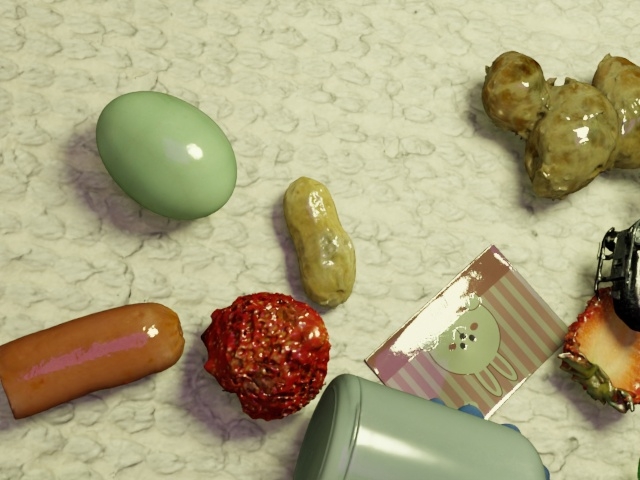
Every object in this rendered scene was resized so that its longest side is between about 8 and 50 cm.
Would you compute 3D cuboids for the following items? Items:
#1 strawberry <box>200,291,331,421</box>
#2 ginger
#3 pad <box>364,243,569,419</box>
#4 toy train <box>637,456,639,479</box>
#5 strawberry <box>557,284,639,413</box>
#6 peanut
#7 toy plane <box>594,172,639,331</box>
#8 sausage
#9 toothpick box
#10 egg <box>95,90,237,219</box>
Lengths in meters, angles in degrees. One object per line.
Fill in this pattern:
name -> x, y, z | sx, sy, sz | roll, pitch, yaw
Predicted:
strawberry -> -0.063, 0.153, 1.275 | 0.184, 0.201, 0.186 | 17, 54, -31
ginger -> 0.458, -0.200, 1.482 | 0.375, 0.176, 0.256 | -4, 71, -13
pad -> 0.241, 0.169, 1.422 | 0.300, 0.005, 0.202 | -39, 84, -18
toy train -> 0.554, 0.396, 1.283 | 0.145, 0.266, 0.201 | 4, 82, -9
strawberry -> 0.464, 0.175, 1.427 | 0.167, 0.087, 0.208 | 47, 53, 5
peanut -> 0.000, 0.000, 1.388 | 0.100, 0.099, 0.214 | -13, 72, -14
toy plane -> 0.531, -0.002, 1.392 | 0.155, 0.106, 0.381 | 16, 76, -10
sausage -> -0.322, 0.161, 1.269 | 0.259, 0.113, 0.113 | -18, 78, -14
toothpick box -> 0.157, 0.334, 1.244 | 0.355, 0.263, 0.263 | 19, 72, -7
egg -> -0.230, -0.128, 1.335 | 0.231, 0.168, 0.168 | 36, 71, 4
